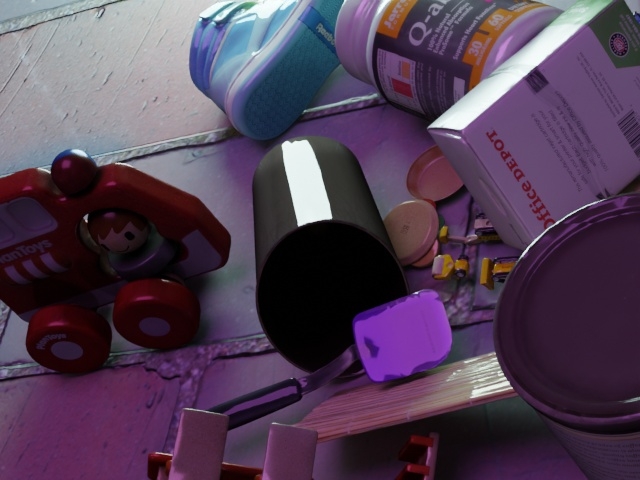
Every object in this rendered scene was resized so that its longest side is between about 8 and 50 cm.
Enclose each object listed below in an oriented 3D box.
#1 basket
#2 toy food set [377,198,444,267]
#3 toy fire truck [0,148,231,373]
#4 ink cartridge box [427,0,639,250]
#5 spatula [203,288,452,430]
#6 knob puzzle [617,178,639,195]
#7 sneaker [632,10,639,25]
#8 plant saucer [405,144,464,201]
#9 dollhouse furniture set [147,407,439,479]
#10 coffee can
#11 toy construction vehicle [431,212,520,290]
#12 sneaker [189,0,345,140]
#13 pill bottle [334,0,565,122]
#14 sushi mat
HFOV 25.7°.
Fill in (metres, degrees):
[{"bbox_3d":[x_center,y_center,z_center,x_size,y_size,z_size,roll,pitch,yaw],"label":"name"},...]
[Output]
[{"bbox_3d":[0.000,0.000,1.498,0.154,0.204,0.227,-16,35,3],"label":"basket"},{"bbox_3d":[0.098,-0.009,1.533,0.083,0.020,0.082,-5,63,39],"label":"toy food set"},{"bbox_3d":[-0.273,0.006,1.615,0.302,0.254,0.169,-17,48,23],"label":"toy fire truck"},{"bbox_3d":[0.239,-0.114,1.392,0.219,0.160,0.092,-39,18,-11],"label":"ink cartridge box"},{"bbox_3d":[-0.005,0.139,1.420,0.296,0.030,0.084,-27,59,17],"label":"spatula"},{"bbox_3d":[0.326,0.012,1.353,0.213,0.030,0.213,-20,46,22],"label":"knob puzzle"},{"bbox_3d":[0.342,-0.221,1.513,0.162,0.063,0.073,14,61,41],"label":"sneaker"},{"bbox_3d":[0.135,-0.073,1.569,0.083,0.015,0.083,-19,46,21],"label":"plant saucer"},{"bbox_3d":[-0.030,0.227,1.279,0.259,0.262,0.135,10,66,-4],"label":"dollhouse furniture set"},{"bbox_3d":[0.282,0.121,1.112,0.201,0.275,0.201,-19,46,21],"label":"coffee can"},{"bbox_3d":[0.168,0.016,1.463,0.098,0.035,0.086,-7,53,22],"label":"toy construction vehicle"},{"bbox_3d":[-0.046,-0.292,1.800,0.319,0.127,0.208,-46,44,-8],"label":"sneaker"},{"bbox_3d":[0.152,-0.207,1.562,0.278,0.162,0.162,28,74,45],"label":"pill bottle"},{"bbox_3d":[0.115,0.138,1.321,0.316,0.019,0.151,-18,5,31],"label":"sushi mat"}]
